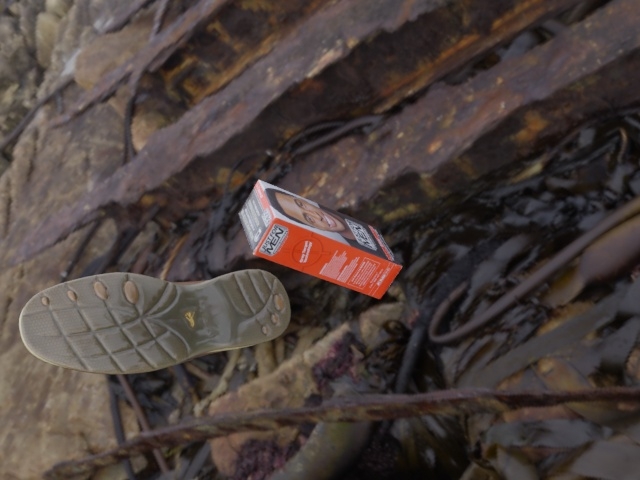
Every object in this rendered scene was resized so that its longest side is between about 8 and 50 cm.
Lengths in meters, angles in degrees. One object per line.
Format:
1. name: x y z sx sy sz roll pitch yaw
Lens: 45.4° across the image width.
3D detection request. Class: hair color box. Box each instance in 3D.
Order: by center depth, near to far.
1. hair color box: 0.000 0.000 0.709 0.043 0.141 0.072 -58 31 21

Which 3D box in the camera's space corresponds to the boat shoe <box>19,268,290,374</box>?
1. boat shoe: -0.108 0.057 0.508 0.060 0.178 0.064 -31 66 54
